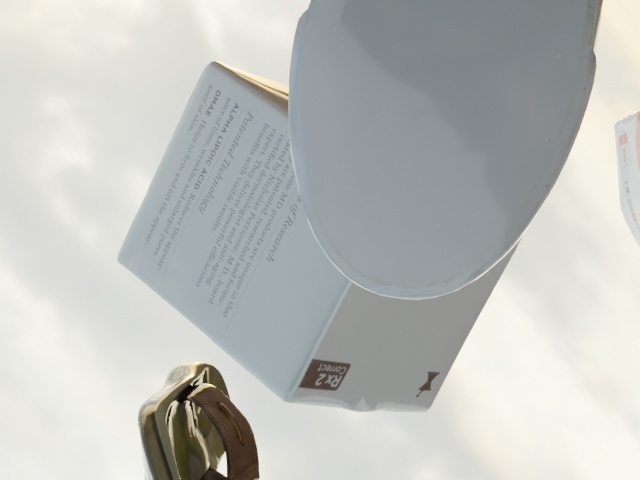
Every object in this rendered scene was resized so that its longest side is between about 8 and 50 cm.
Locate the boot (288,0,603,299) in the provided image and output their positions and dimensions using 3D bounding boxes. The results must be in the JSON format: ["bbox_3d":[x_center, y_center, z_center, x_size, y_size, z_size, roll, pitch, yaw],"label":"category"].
[{"bbox_3d":[0.055,-0.114,0.562,0.095,0.258,0.123,12,-171,10],"label":"boot"}]

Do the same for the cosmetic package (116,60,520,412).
[{"bbox_3d":[0.000,0.000,1.116,0.183,0.151,0.151,36,-164,36],"label":"cosmetic package"}]

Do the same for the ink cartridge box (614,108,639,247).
[{"bbox_3d":[0.245,-0.007,1.210,0.145,0.045,0.179,142,129,-82],"label":"ink cartridge box"}]

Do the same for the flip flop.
[{"bbox_3d":[-0.082,0.159,1.293,0.277,0.080,0.112,-68,-29,-77],"label":"flip flop"}]
